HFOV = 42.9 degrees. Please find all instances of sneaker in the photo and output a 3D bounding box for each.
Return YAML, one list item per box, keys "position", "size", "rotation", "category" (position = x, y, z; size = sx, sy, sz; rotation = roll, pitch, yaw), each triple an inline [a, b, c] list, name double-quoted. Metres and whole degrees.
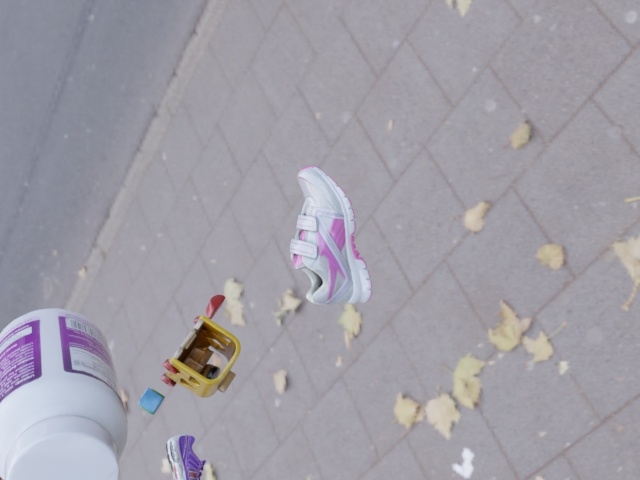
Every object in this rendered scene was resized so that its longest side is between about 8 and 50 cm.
- position: [0.000, 0.000, 1.371]
  size: [0.103, 0.111, 0.252]
  rotation: [173, 79, -71]
  category: "sneaker"
- position: [-0.261, 0.477, 1.649]
  size: [0.068, 0.071, 0.170]
  rotation: [-27, 72, 60]
  category: "sneaker"

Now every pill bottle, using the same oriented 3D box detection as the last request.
- position: [-0.341, 0.221, 1.053]
  size: [0.301, 0.169, 0.169]
  rotation: [-134, 53, -61]
  category: "pill bottle"

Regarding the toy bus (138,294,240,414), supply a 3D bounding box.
- position: [-0.190, 0.205, 1.332]
  size: [0.104, 0.202, 0.191]
  rotation: [33, 111, 2]
  category: "toy bus"
